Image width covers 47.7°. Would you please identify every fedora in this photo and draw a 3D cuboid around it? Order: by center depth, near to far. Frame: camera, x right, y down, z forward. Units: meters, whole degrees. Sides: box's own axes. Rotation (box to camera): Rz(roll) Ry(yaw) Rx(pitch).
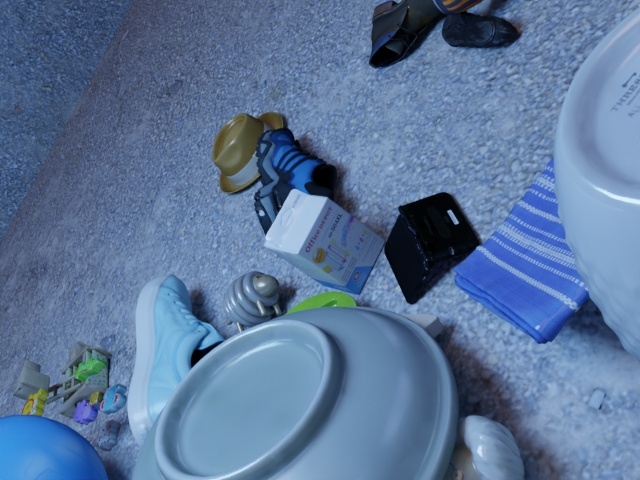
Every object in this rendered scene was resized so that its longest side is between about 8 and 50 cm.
[{"bbox_3d":[-0.159,-0.189,1.440,0.194,0.079,0.194,-31,41,32],"label":"fedora"}]

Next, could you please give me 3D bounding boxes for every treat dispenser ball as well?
[{"bbox_3d":[-0.473,0.417,1.122,0.288,0.288,0.288,-31,40,31],"label":"treat dispenser ball"}]

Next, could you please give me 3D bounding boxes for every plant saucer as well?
[{"bbox_3d":[-0.059,0.191,0.760,0.400,0.100,0.400,-24,29,14],"label":"plant saucer"}]

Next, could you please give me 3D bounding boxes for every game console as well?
[{"bbox_3d":[0.143,0.008,0.961,0.107,0.071,0.122,-19,40,-1],"label":"game console"}]

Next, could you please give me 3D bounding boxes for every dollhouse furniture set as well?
[{"bbox_3d":[-0.504,0.233,1.430,0.101,0.161,0.182,-42,37,18],"label":"dollhouse furniture set"}]

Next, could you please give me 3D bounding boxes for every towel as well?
[{"bbox_3d":[0.279,-0.058,0.751,0.336,0.040,0.243,-53,11,4],"label":"towel"}]

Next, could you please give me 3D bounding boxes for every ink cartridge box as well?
[{"bbox_3d":[0.000,0.000,1.025,0.090,0.143,0.092,12,71,54],"label":"ink cartridge box"}]

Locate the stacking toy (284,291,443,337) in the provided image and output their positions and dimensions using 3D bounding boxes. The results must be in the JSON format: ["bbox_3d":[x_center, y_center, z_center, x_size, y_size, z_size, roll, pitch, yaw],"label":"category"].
[{"bbox_3d":[0.012,0.211,0.906,0.309,0.130,0.279,6,44,48],"label":"stacking toy"}]

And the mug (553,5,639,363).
[{"bbox_3d":[0.347,-0.044,0.470,0.374,0.328,0.276,-45,35,15],"label":"mug"}]

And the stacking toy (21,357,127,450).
[{"bbox_3d":[-0.373,0.281,1.223,0.221,0.167,0.052,-30,41,31],"label":"stacking toy"}]

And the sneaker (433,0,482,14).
[{"bbox_3d":[0.304,-0.449,1.033,0.321,0.124,0.180,-48,34,-2],"label":"sneaker"}]

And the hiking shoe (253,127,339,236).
[{"bbox_3d":[-0.035,-0.100,1.219,0.132,0.113,0.304,-13,37,5],"label":"hiking shoe"}]

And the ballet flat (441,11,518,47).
[{"bbox_3d":[0.236,-0.319,1.112,0.173,0.049,0.057,-132,51,-61],"label":"ballet flat"}]

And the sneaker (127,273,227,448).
[{"bbox_3d":[-0.211,0.177,1.180,0.150,0.135,0.366,-19,39,6],"label":"sneaker"}]

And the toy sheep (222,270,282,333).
[{"bbox_3d":[-0.110,0.098,1.133,0.132,0.091,0.091,-41,36,29],"label":"toy sheep"}]

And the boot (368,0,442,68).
[{"bbox_3d":[0.158,-0.358,1.211,0.219,0.082,0.106,-5,68,59],"label":"boot"}]

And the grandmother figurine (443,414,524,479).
[{"bbox_3d":[0.085,0.322,0.677,0.208,0.104,0.342,28,83,41],"label":"grandmother figurine"}]
